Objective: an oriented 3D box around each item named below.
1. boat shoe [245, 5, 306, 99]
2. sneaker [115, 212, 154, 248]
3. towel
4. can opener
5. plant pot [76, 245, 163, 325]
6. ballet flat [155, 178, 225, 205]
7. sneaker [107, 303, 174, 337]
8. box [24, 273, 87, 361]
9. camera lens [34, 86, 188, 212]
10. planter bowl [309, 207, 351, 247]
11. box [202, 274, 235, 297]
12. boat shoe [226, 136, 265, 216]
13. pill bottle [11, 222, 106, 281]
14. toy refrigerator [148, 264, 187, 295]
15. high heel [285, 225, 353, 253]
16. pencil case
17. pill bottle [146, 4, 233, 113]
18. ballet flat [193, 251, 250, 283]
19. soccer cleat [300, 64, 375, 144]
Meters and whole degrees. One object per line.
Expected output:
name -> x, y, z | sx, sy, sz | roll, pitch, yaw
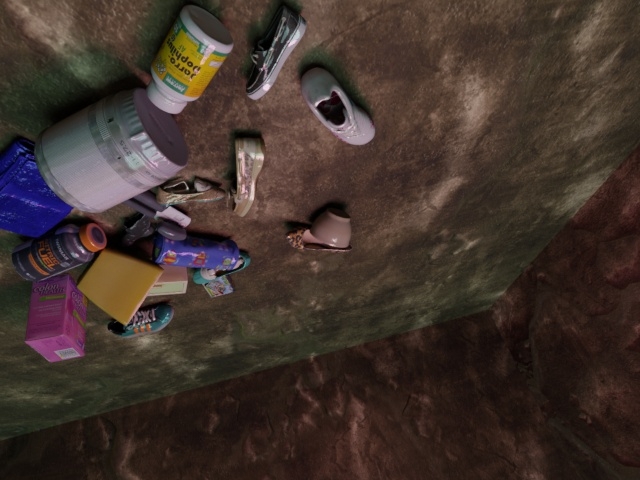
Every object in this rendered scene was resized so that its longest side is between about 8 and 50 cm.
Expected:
boat shoe -> -0.123, -0.428, 0.929 | 0.070, 0.077, 0.219 | 13, 130, -41
sneaker -> -0.617, -0.037, 1.320 | 0.170, 0.051, 0.089 | -26, 148, 4
towel -> -0.776, -0.117, 1.084 | 0.309, 0.076, 0.228 | -30, 146, 20
can opener -> -0.514, -0.086, 1.247 | 0.076, 0.095, 0.283 | -28, 148, 15
plant pot -> -0.682, 0.127, 1.355 | 0.187, 0.212, 0.212 | 37, 167, -27
ballet flat -> -0.395, -0.152, 1.235 | 0.207, 0.073, 0.067 | -11, 126, -19
sneaker -> -0.800, 0.357, 1.795 | 0.303, 0.108, 0.121 | -24, 153, 12
box -> -0.948, 0.283, 1.470 | 0.118, 0.242, 0.213 | -9, 147, -16
camera lens -> -0.485, -0.206, 0.951 | 0.275, 0.219, 0.219 | -23, 149, 9
planter bowl -> 0.051, -0.059, 1.542 | 0.162, 0.162, 0.109 | 7, 114, -35
box -> -0.448, 0.176, 1.755 | 0.114, 0.036, 0.206 | -15, 149, -5
boat shoe -> -0.239, -0.191, 1.227 | 0.090, 0.104, 0.285 | 3, 133, -23
pill bottle -> -0.796, 0.028, 1.252 | 0.246, 0.130, 0.130 | -22, 149, 5
toy refrigerator -> -0.660, 0.158, 1.562 | 0.270, 0.094, 0.102 | -1, 145, -25
high heel -> 0.000, 0.000, 1.570 | 0.186, 0.093, 0.261 | 9, 179, 35
pencil case -> -0.449, 0.035, 1.450 | 0.306, 0.133, 0.119 | 11, 115, -41
pill bottle -> -0.290, -0.379, 0.873 | 0.118, 0.117, 0.208 | 16, 136, -43
ballet flat -> -0.401, 0.107, 1.615 | 0.248, 0.083, 0.087 | -21, -179, -3
soccer cleat -> 0.059, -0.328, 1.107 | 0.116, 0.143, 0.331 | -32, 146, 22
